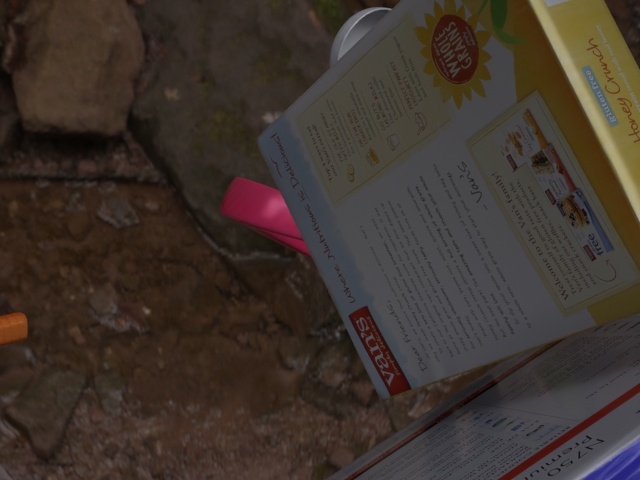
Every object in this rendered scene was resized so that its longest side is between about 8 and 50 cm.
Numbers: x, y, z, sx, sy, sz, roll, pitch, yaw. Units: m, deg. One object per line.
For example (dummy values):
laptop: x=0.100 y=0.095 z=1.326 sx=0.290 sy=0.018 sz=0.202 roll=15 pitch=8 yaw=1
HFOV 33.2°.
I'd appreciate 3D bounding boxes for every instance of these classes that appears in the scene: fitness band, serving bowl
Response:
fitness band: x=0.000 y=0.000 z=1.147 sx=0.209 sy=0.291 sz=0.054 roll=23 pitch=87 yaw=8
serving bowl: x=0.038 y=-0.155 z=0.891 sx=0.083 sy=0.083 sz=0.027 roll=-37 pitch=43 yaw=-20

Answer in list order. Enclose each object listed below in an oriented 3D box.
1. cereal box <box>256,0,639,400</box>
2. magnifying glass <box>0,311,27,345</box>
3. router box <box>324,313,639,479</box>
cereal box: x=0.066 y=-0.025 z=0.531 sx=0.047 sy=0.240 sz=0.173 roll=-23 pitch=85 yaw=-31
magnifying glass: x=-0.368 y=0.101 z=0.968 sx=0.026 sy=0.092 sz=0.231 roll=17 pitch=19 yaw=36
router box: x=0.070 y=0.150 z=0.529 sx=0.335 sy=0.301 sz=0.082 roll=-32 pitch=89 yaw=-8
